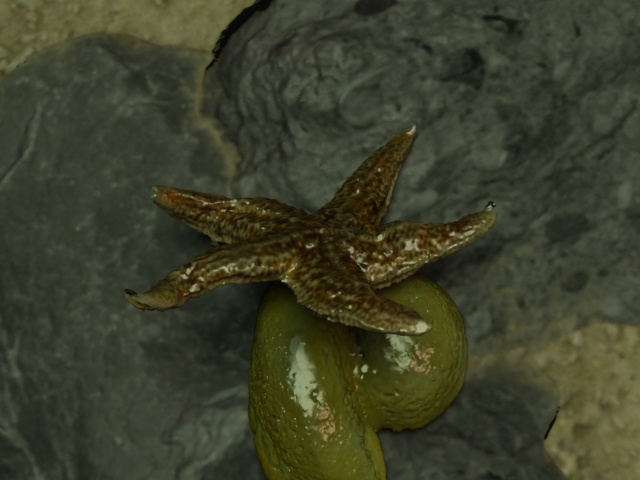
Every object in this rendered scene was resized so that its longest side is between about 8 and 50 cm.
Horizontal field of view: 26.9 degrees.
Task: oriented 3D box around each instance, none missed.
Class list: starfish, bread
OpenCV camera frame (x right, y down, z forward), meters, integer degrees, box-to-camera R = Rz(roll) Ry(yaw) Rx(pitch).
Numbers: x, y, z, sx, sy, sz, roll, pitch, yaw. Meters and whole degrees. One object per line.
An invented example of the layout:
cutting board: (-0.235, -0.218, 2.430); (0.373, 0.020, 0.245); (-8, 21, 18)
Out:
starfish: (0.000, 0.000, 0.879); (0.236, 0.062, 0.277); (22, 36, 36)
bread: (0.025, 0.091, 0.888); (0.150, 0.065, 0.187); (1, 67, 2)
